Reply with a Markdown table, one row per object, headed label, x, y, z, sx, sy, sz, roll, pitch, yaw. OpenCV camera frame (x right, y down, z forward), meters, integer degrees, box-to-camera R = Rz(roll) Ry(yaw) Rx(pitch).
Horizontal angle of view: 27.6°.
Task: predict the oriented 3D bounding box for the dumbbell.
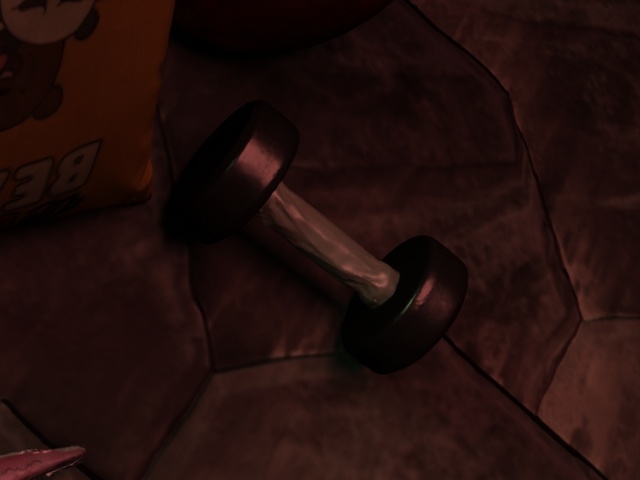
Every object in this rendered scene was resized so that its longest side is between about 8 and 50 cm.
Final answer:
| label | x | y | z | sx | sy | sz | roll | pitch | yaw |
| --- | --- | --- | --- | --- | --- | --- | --- | --- | --- |
| dumbbell | 0.000 | 0.000 | 0.870 | 0.191 | 0.100 | 0.100 | 38 | 51 | -17 |

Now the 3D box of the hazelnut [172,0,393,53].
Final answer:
| label | x | y | z | sx | sy | sz | roll | pitch | yaw |
| --- | --- | --- | --- | --- | --- | --- | --- | --- | --- |
| hazelnut | -0.030 | -0.225 | 0.911 | 0.208 | 0.208 | 0.208 | 16 | 60 | -31 |

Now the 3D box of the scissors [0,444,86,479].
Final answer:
| label | x | y | z | sx | sy | sz | roll | pitch | yaw |
| --- | --- | --- | --- | --- | --- | --- | --- | --- | --- |
| scissors | -0.210 | 0.142 | 0.697 | 0.187 | 0.020 | 0.133 | 4 | 70 | -34 |

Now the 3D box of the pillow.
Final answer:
| label | x | y | z | sx | sy | sz | roll | pitch | yaw |
| --- | --- | --- | --- | --- | --- | --- | --- | --- | --- |
| pillow | -0.195 | -0.115 | 0.676 | 0.310 | 0.312 | 0.119 | -21 | 47 | -41 |
